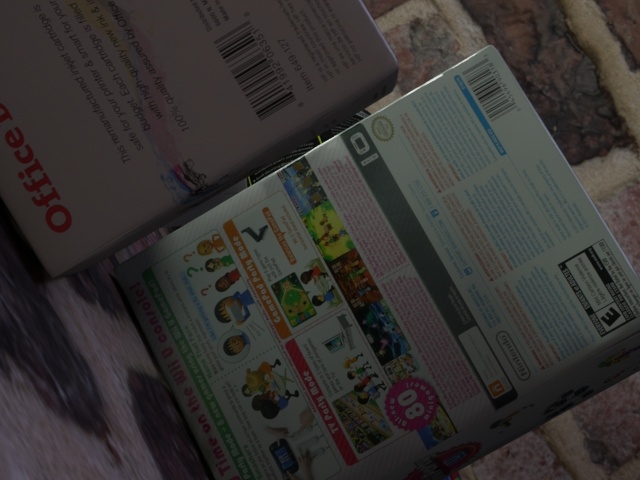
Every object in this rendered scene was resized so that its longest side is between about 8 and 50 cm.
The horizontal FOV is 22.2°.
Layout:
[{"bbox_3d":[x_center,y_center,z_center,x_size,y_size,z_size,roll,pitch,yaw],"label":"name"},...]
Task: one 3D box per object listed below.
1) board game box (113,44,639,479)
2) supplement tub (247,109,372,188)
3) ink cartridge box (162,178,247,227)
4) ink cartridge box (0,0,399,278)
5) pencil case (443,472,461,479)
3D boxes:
[{"bbox_3d":[0.045,0.047,1.100,0.224,0.303,0.097,62,4,21],"label":"board game box"},{"bbox_3d":[0.000,0.000,1.502,0.207,0.207,0.338,58,8,-33],"label":"supplement tub"},{"bbox_3d":[-0.107,-0.088,1.174,0.060,0.104,0.180,-110,-164,-72],"label":"ink cartridge box"},{"bbox_3d":[-0.095,-0.109,0.978,0.171,0.232,0.168,60,2,0],"label":"ink cartridge box"},{"bbox_3d":[0.072,0.252,1.327,0.306,0.119,0.133,-101,171,-80],"label":"pencil case"}]
